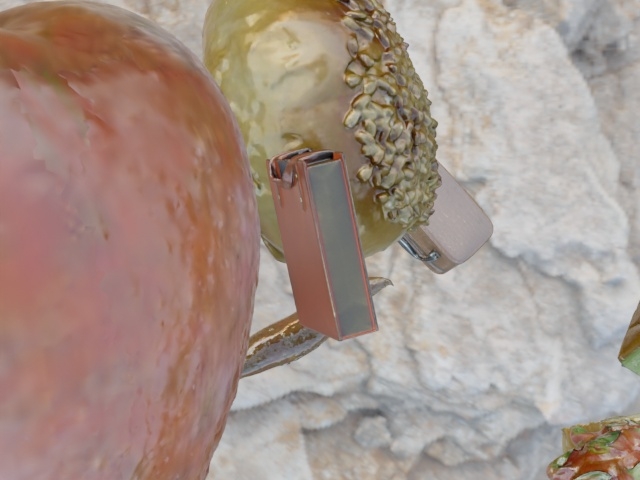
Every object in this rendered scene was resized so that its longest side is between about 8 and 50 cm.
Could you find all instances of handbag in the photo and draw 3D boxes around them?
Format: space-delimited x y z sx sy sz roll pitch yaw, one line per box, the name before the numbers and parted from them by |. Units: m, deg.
handbag | 0.195 -0.041 2.070 0.193 0.072 0.151 47 54 -8
handbag | 0.000 0.000 1.240 0.063 0.127 0.190 -15 99 -18

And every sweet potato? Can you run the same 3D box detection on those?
sweet potato | -0.023 0.139 1.812 0.314 0.066 0.072 -27 124 -18

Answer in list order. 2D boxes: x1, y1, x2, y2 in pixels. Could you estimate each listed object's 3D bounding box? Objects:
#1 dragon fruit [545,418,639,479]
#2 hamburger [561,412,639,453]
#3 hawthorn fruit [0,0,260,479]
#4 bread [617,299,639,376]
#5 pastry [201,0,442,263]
dragon fruit | 0.298 0.274 1.250 0.236 0.137 0.135 -29 107 -39
hamburger | 0.458 0.290 1.408 0.162 0.330 0.209 2 72 -59
hawthorn fruit | -0.121 0.030 0.401 0.231 0.235 0.263 -34 87 -30
bread | 0.329 0.065 1.025 0.074 0.139 0.084 35 50 -1
pastry | 0.010 -0.157 1.484 0.245 0.409 0.409 -18 105 11
